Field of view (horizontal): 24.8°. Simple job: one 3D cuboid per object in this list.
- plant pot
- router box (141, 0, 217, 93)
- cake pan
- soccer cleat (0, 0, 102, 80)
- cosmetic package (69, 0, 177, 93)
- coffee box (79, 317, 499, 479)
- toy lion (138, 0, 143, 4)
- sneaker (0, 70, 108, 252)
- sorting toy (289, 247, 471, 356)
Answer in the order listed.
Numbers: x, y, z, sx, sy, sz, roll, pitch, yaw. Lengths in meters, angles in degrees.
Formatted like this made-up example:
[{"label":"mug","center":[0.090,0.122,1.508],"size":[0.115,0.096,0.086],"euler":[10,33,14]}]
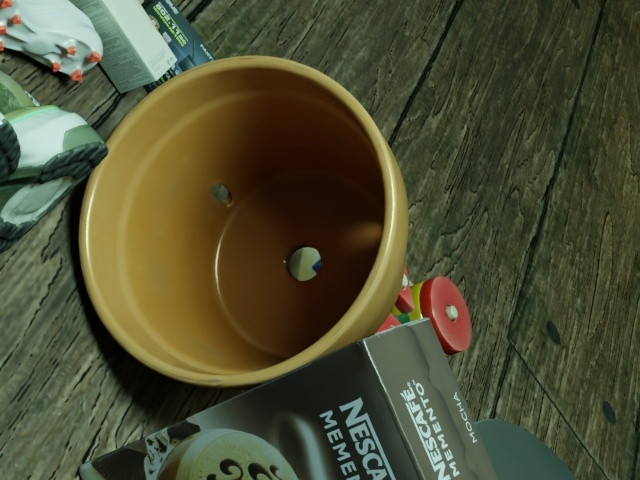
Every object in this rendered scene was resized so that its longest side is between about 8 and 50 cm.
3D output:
[{"label":"plant pot","center":[-0.046,0.003,1.325],"size":[0.203,0.291,0.290],"euler":[37,35,-67]},{"label":"router box","center":[-0.155,-0.189,1.515],"size":[0.122,0.038,0.092],"euler":[54,30,-16]},{"label":"cake pan","center":[0.227,0.322,1.637],"size":[0.293,0.054,0.293],"euler":[33,34,-26]},{"label":"soccer cleat","center":[-0.277,-0.207,1.319],"size":[0.196,0.068,0.076],"euler":[26,33,-51]},{"label":"cosmetic package","center":[-0.199,-0.206,1.422],"size":[0.115,0.060,0.041],"euler":[58,45,-22]},{"label":"coffee box","center":[-0.025,0.195,1.147],"size":[0.119,0.297,0.168],"euler":[-11,75,-60]},{"label":"toy lion","center":[-0.235,-0.264,1.462],"size":[0.100,0.034,0.096],"euler":[59,36,-8]},{"label":"sneaker","center":[-0.309,-0.086,1.061],"size":[0.182,0.158,0.410],"euler":[44,5,7]},{"label":"sorting toy","center":[0.069,0.097,1.557],"size":[0.257,0.089,0.255],"euler":[46,37,-35]}]
